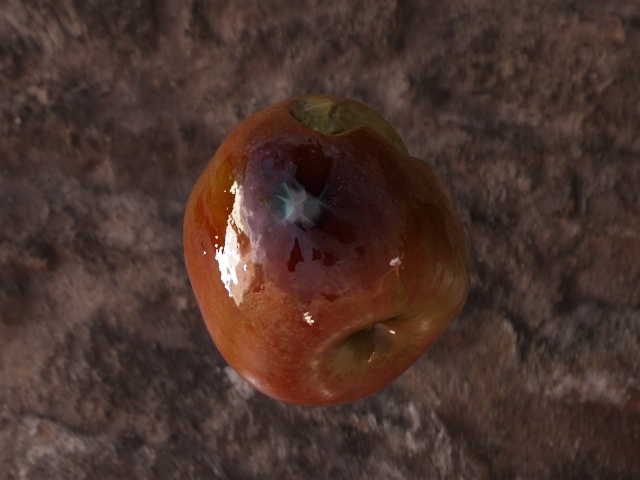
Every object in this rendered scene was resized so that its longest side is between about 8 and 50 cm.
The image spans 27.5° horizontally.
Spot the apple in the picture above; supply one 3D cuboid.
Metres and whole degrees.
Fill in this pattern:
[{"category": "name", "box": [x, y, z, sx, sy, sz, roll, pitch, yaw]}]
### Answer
[{"category": "apple", "box": [0.000, 0.000, 0.804, 0.199, 0.199, 0.199, -3, -115, 5]}]
